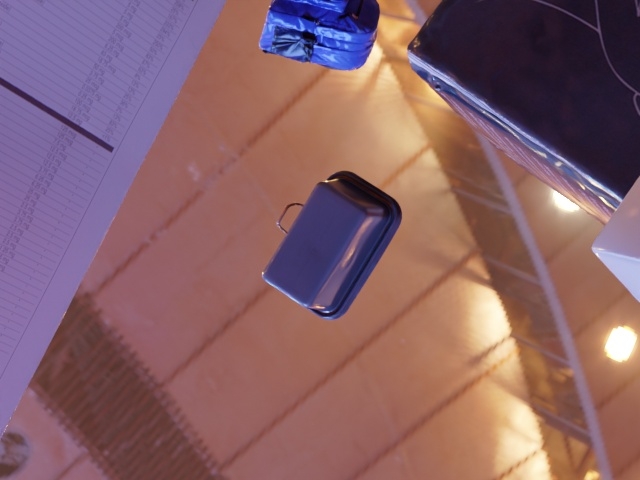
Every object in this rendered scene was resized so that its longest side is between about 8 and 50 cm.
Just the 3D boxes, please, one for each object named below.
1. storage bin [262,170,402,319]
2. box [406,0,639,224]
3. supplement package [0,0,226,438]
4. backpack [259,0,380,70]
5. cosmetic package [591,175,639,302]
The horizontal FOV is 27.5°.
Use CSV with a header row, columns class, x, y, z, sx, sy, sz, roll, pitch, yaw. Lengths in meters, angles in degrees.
class,x,y,z,sx,sy,sz,roll,pitch,yaw
storage bin,0.000,0.000,1.215,0.135,0.098,0.091,-58,-13,7
box,0.413,-0.161,0.949,0.480,0.471,0.297,-53,-33,5
supplement package,-0.160,-0.058,0.530,0.139,0.133,0.244,34,-100,-44
backpack,0.005,-0.241,1.413,0.120,0.098,0.101,18,-42,-2
cosmetic package,0.304,0.047,0.531,0.365,0.155,0.197,41,-101,-28
